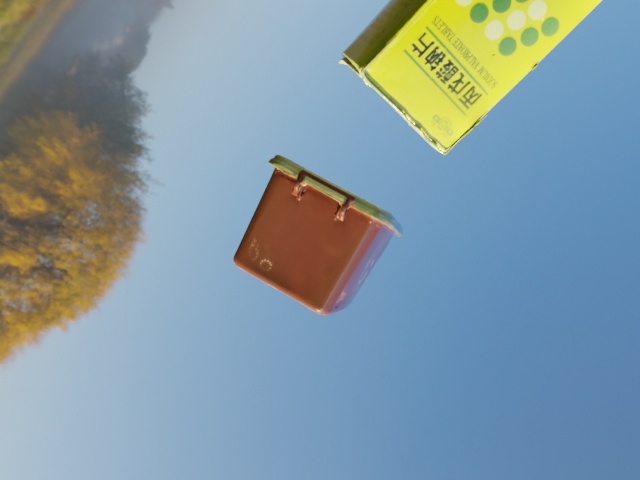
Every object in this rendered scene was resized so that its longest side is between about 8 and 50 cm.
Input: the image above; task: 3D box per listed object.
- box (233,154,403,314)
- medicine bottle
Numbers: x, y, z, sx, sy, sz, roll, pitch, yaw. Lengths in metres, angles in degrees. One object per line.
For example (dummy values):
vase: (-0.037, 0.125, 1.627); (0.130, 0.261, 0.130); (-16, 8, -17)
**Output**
box: (0.000, 0.000, 0.908); (0.167, 0.193, 0.294); (-60, 169, 3)
medicine bottle: (0.156, -0.239, 0.656); (0.250, 0.137, 0.141); (-45, -156, 14)
